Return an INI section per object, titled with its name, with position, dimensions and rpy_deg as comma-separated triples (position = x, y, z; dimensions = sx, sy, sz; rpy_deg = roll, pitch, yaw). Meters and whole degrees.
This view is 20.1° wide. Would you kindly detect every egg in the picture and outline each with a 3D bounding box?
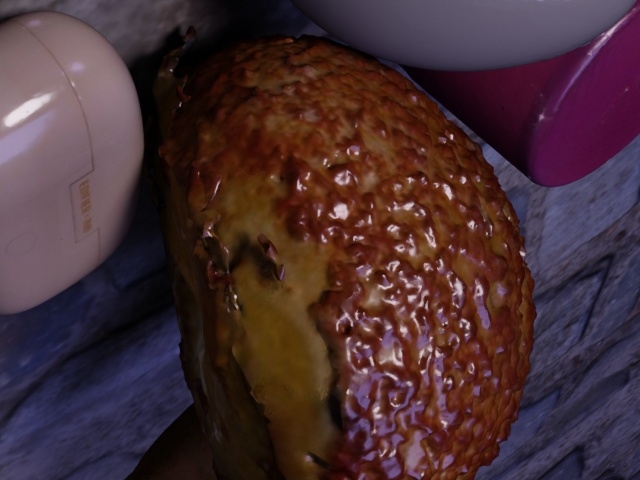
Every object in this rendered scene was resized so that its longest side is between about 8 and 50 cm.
[egg]
position = 0.080, -0.185, 1.047
dimensions = 0.232, 0.176, 0.176
rpy_deg = 10, 134, -9

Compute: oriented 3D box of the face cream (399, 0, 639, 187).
[face cream]
position = 0.137, -0.159, 1.212
dimensions = 0.175, 0.195, 0.175
rpy_deg = -35, 153, -21

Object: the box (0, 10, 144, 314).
[box]
position = -0.168, -0.041, 1.027
dimensions = 0.146, 0.088, 0.200
rpy_deg = -36, 155, -24

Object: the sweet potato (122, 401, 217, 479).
[sweet potato]
position = 0.003, 0.093, 1.310
dimensions = 0.354, 0.106, 0.095
rpy_deg = -41, 125, -9

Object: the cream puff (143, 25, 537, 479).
[cream puff]
position = 0.018, 0.031, 1.124
dimensions = 0.229, 0.350, 0.350
rpy_deg = -11, 147, -10
